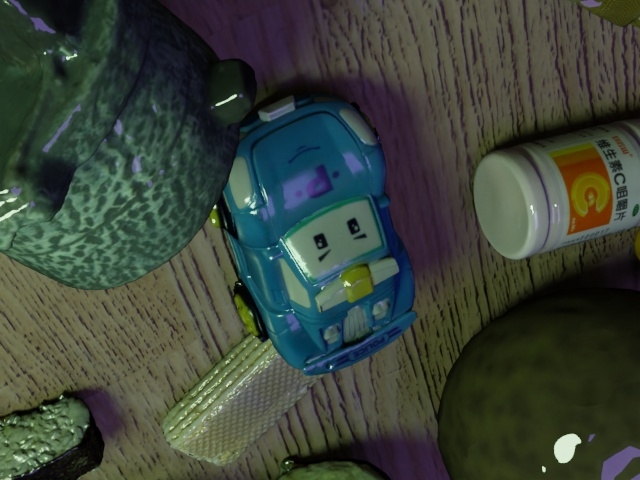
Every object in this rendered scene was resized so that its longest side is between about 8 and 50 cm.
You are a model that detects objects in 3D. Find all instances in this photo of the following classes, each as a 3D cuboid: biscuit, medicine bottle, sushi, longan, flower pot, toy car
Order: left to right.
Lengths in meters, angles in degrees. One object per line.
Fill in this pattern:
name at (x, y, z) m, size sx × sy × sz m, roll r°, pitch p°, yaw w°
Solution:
flower pot at (-0.222, -0.106, 0.894) m, size 0.299 × 0.299 × 0.283 m, roll -42°, pitch 140°, yaw 7°
sushi at (-0.314, 0.237, 1.292) m, size 0.150 × 0.090 × 0.078 m, roll -24°, pitch 140°, yaw -14°
biscuit at (-0.075, 0.170, 1.402) m, size 0.239 × 0.062 × 0.108 m, roll -44°, pitch 138°, yaw 11°
toy car at (0.000, 0.000, 1.218) m, size 0.198 × 0.166 × 0.314 m, roll -26°, pitch 130°, yaw -14°
medicine bottle at (0.317, -0.066, 1.384) m, size 0.249 × 0.133 × 0.133 m, roll -13°, pitch 133°, yaw -22°
longan at (0.346, 0.247, 1.498) m, size 0.391 × 0.391 × 0.391 m, roll -17°, pitch 134°, yaw -19°

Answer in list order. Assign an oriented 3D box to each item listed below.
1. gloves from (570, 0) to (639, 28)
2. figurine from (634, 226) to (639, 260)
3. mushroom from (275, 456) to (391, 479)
gloves at (0.380, -0.285, 1.229) m, size 0.331 × 0.141 × 0.154 m, roll 6°, pitch 98°, yaw -24°
figurine at (0.508, 0.034, 1.551) m, size 0.257 × 0.192 × 0.167 m, roll 20°, pitch 89°, yaw -41°
mushroom at (0.038, 0.442, 1.498) m, size 0.247 × 0.344 × 0.130 m, roll -10°, pitch 168°, yaw 1°
